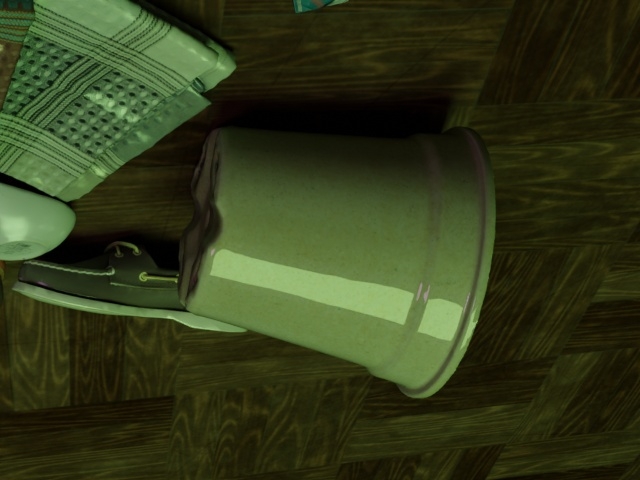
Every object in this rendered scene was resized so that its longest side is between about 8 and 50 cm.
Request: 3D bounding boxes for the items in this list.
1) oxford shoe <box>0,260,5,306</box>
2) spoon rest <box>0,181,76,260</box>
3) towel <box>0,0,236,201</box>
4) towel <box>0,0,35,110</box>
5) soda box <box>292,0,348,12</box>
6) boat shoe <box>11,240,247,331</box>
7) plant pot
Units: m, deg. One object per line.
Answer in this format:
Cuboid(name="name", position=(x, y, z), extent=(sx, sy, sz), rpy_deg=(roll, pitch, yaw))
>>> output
Cuboid(name="oxford shoe", position=(-0.521, 0.049, 1.523), extent=(0.271, 0.098, 0.097), rpy_deg=(5, 144, -20))
Cuboid(name="spoon rest", position=(-0.407, -0.036, 1.474), extent=(0.137, 0.084, 0.276), rpy_deg=(-20, 160, 29))
Cuboid(name="towel", position=(-0.292, -0.164, 1.339), extent=(0.312, 0.056, 0.324), rpy_deg=(-35, 142, 28))
Cuboid(name="towel", position=(-0.459, -0.116, 1.146), extent=(0.370, 0.040, 0.271), rpy_deg=(-8, 140, -41))
Cuboid(name="soda box", position=(-0.013, -0.310, 1.219), extent=(0.058, 0.063, 0.183), rpy_deg=(-13, 146, -1))
Cuboid(name="boat shoe", position=(-0.238, 0.053, 1.638), extent=(0.324, 0.097, 0.116), rpy_deg=(10, 180, -26))
Cuboid(name="plant pot", position=(0.000, 0.000, 1.488), extent=(0.305, 0.334, 0.334), rpy_deg=(10, 141, -14))
